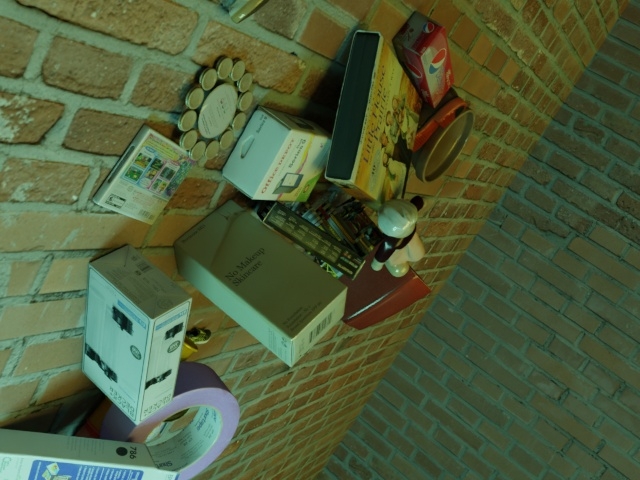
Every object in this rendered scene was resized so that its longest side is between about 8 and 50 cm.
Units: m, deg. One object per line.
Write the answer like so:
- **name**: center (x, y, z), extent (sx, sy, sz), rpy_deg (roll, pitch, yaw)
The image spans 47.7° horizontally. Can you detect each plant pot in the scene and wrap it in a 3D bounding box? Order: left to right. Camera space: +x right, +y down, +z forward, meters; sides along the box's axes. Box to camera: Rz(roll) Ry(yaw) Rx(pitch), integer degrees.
- **plant pot**: center (0.120, 0.101, 2.025), extent (0.236, 0.267, 0.267), rpy_deg (-41, 159, 4)
- **plant pot**: center (0.317, -0.283, 2.009), extent (0.237, 0.110, 0.237), rpy_deg (-42, 156, -24)

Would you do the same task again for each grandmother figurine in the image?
- **grandmother figurine**: center (0.193, -0.018, 1.702), extent (0.207, 0.104, 0.342), rpy_deg (-65, 166, -8)

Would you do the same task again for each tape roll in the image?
- **tape roll**: center (-0.306, 0.384, 1.491), extent (0.275, 0.090, 0.274), rpy_deg (-24, 136, -26)

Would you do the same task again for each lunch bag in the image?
- **lunch bag**: center (-0.388, 0.427, 1.718), extent (0.071, 0.053, 0.083), rpy_deg (-59, 167, 17)

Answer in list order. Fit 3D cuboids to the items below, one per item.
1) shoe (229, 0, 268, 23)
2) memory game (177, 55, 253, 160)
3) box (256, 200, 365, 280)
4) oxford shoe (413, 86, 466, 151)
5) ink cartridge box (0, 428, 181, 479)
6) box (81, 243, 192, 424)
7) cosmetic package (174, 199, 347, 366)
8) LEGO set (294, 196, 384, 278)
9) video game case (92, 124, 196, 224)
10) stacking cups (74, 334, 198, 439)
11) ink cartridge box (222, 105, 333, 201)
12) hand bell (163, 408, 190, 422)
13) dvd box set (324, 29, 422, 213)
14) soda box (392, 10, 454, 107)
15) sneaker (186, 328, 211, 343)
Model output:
- **shoe**: center (-0.068, -0.419, 1.090), extent (0.219, 0.058, 0.076), rpy_deg (-48, -171, -2)
- **memory game**: center (-0.173, -0.217, 1.206), extent (0.186, 0.012, 0.186), rpy_deg (-48, 157, -29)
- **box**: center (-0.023, -0.009, 1.496), extent (0.051, 0.220, 0.175), rpy_deg (-57, -168, 2)
- **oxford shoe**: center (0.238, -0.298, 1.865), extent (0.271, 0.098, 0.097), rpy_deg (-36, 165, 7)
- **ink cartridge box**: center (-0.441, 0.442, 1.341), extent (0.333, 0.065, 0.165), rpy_deg (14, 119, -20)
- **box**: center (-0.331, 0.171, 1.283), extent (0.087, 0.169, 0.290), rpy_deg (-32, 151, -44)
- **cosmetic package**: center (-0.116, 0.076, 1.390), extent (0.160, 0.309, 0.113), rpy_deg (-43, 157, -29)
- **LEGO set**: center (0.000, 0.000, 1.765), extent (0.255, 0.192, 0.331), rpy_deg (-40, 178, 38)
- **video game case**: center (-0.279, -0.102, 1.176), extent (0.143, 0.019, 0.157), rpy_deg (-55, 158, 2)
- **stacking cups**: center (-0.388, 0.319, 1.503), extent (0.316, 0.096, 0.096), rpy_deg (-51, 159, -2)
- **ink cartridge box**: center (-0.074, -0.162, 1.410), extent (0.154, 0.093, 0.212), rpy_deg (-59, 157, 15)
- **hand bell**: center (-0.330, 0.357, 1.697), extent (0.126, 0.126, 0.242), rpy_deg (-51, 171, -7)
- **dvd box set**: center (0.131, -0.235, 1.598), extent (0.420, 0.062, 0.307), rpy_deg (25, 76, -69)
- **soda box**: center (0.246, -0.416, 1.694), extent (0.092, 0.083, 0.263), rpy_deg (-53, 158, -3)
- **sneaker**: center (-0.277, 0.217, 1.652), extent (0.083, 0.031, 0.035), rpy_deg (-20, 140, -55)
